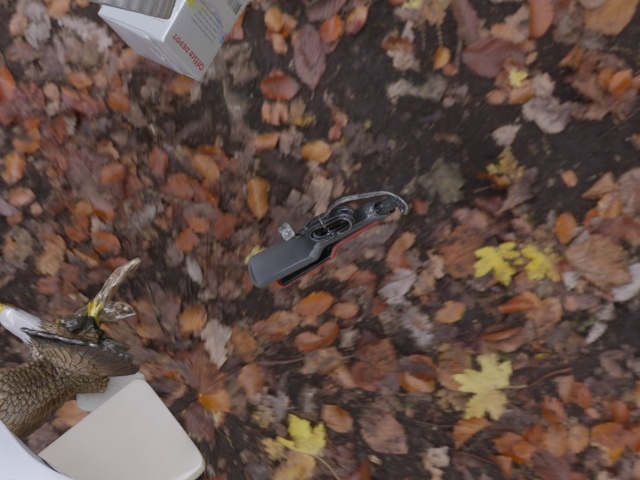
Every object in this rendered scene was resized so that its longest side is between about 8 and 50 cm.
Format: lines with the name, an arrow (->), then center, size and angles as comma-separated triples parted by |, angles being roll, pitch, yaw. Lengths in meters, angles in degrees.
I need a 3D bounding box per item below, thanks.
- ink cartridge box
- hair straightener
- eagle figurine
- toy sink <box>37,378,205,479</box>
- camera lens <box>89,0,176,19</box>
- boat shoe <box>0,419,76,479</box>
ink cartridge box -> -0.199, -0.342, 1.584 | 0.127, 0.128, 0.176 | 25, 81, 25
hair straightener -> 0.000, 0.000, 1.202 | 0.089, 0.230, 0.047 | -1, 73, -47
eagle figurine -> -0.349, 0.158, 1.456 | 0.225, 0.298, 0.226 | 10, 109, -2
toy sink -> -0.245, 0.305, 1.327 | 0.234, 0.131, 0.153 | -39, 58, -9
camera lens -> -0.181, -0.325, 0.848 | 0.220, 0.219, 0.274 | 14, 99, -4
boat shoe -> -0.308, 0.264, 1.156 | 0.301, 0.102, 0.108 | 23, 60, 15
